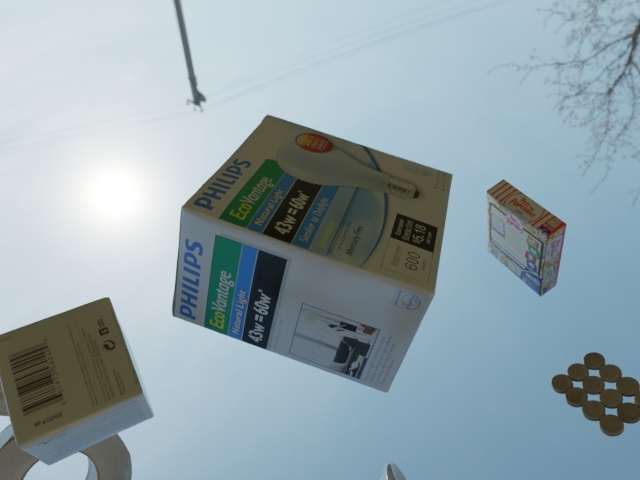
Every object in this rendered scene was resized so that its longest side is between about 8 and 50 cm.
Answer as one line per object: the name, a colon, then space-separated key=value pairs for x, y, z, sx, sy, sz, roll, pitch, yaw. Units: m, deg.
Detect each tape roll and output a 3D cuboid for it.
tape roll: x=-0.418 y=0.378 z=0.871 sx=0.219 sy=0.219 sz=0.072 roll=-30 pitch=-163 yaw=-31

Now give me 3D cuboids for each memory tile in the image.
memory tile: x=0.487 y=0.263 z=0.953 sx=0.113 sy=0.012 sz=0.148 roll=-32 pitch=-146 yaw=-7

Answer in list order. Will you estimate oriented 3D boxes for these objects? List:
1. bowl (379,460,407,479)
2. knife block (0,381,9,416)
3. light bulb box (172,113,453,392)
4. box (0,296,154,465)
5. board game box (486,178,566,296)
bowl: x=0.069 y=0.346 z=0.433 sx=0.134 sy=0.298 sz=0.298 roll=-27 pitch=-139 yaw=-1
knife block: x=-0.528 y=0.323 z=1.149 sx=0.242 sy=0.088 sz=0.276 roll=25 pitch=-170 yaw=14
light bulb box: x=0.000 y=0.000 z=0.916 sx=0.361 sy=0.225 sz=0.358 roll=19 pitch=-143 yaw=4
box: x=-0.216 y=0.125 z=0.490 sx=0.102 sy=0.087 sz=0.101 roll=-20 pitch=-115 yaw=-21
board game box: x=0.376 y=-0.002 z=1.026 sx=0.045 sy=0.193 sz=0.147 roll=-34 pitch=-128 yaw=-9
